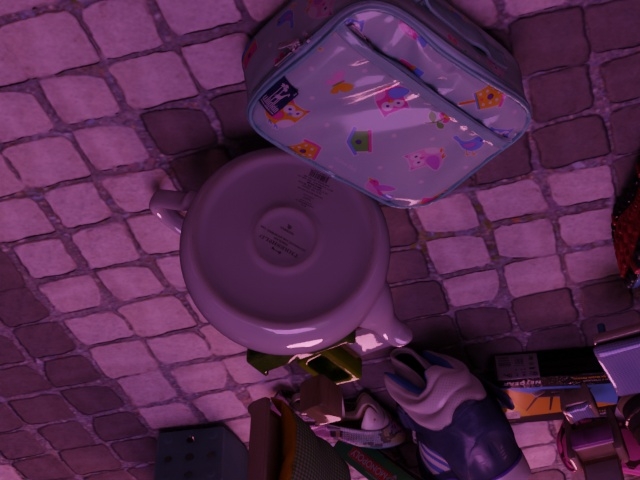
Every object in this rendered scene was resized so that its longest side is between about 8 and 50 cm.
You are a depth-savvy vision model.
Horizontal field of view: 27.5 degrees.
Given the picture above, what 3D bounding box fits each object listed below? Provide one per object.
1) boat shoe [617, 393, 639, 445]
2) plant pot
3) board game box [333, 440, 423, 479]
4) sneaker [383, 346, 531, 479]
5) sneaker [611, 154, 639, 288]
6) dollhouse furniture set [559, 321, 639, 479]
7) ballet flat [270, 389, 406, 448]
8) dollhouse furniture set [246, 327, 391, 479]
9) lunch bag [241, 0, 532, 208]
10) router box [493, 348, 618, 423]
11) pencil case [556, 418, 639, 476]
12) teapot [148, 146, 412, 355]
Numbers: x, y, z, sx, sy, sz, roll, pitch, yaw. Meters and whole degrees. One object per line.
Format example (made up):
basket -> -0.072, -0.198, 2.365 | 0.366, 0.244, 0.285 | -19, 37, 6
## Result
boat shoe -> 0.614, 0.270, 1.925 | 0.356, 0.130, 0.132 | 0, 142, -3
plant pot -> -0.177, 0.405, 2.030 | 0.166, 0.165, 0.234 | -6, 134, 4
board game box -> 0.179, 0.416, 2.042 | 0.046, 0.213, 0.317 | -54, 131, -4
sneaker -> 0.173, 0.245, 1.894 | 0.130, 0.236, 0.323 | -34, -176, -11
sneaker -> 0.429, -0.030, 1.552 | 0.125, 0.104, 0.262 | 0, 142, -7
dollhouse furniture set -> 0.432, 0.231, 1.665 | 0.286, 0.198, 0.303 | -16, 140, 17
ballet flat -> 0.031, 0.257, 1.928 | 0.222, 0.077, 0.079 | 9, 121, -15
dollhouse furniture set -> 0.017, 0.228, 1.693 | 0.151, 0.301, 0.197 | -24, 135, 29
lunch bag -> 0.069, -0.159, 1.355 | 0.279, 0.107, 0.224 | 28, 133, -33
router box -> 0.342, 0.212, 1.902 | 0.179, 0.046, 0.133 | -5, 143, 3
pencil case -> 0.472, 0.330, 2.021 | 0.209, 0.098, 0.095 | 9, 141, -14
teapot -> -0.045, 0.023, 1.507 | 0.253, 0.256, 0.187 | -17, 164, -7
